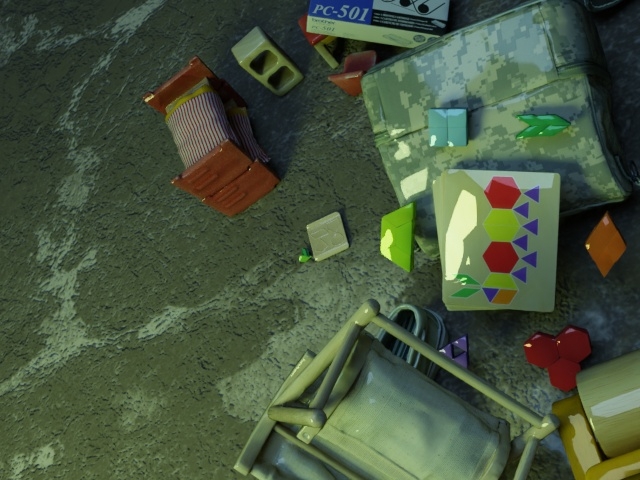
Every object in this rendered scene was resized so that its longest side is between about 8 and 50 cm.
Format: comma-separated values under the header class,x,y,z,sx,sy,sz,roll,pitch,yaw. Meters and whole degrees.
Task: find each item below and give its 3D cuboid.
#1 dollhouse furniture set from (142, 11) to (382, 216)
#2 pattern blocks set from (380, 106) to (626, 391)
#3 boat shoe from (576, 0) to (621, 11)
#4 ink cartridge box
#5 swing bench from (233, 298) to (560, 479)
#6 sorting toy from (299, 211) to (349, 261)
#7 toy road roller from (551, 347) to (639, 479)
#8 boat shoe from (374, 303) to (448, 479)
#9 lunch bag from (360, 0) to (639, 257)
class,x,y,z,sx,sy,sz,roll,pitch,yaw
dollhouse furniture set,-0.074,-0.235,1.462,0.374,0.152,0.201,-36,54,14
pattern blocks set,0.212,0.004,1.117,0.286,0.026,0.324,12,107,16
boat shoe,0.460,-0.406,1.228,0.305,0.109,0.091,-40,49,7
ink cartridge box,0.088,-0.349,1.410,0.207,0.046,0.097,8,68,-1
swing bench,0.077,0.232,1.050,0.165,0.253,0.254,-60,7,-32
sorting toy,0.000,0.000,1.398,0.083,0.012,0.062,-25,62,17
toy road roller,0.353,0.242,0.920,0.203,0.241,0.329,-26,57,20
boat shoe,0.072,0.220,1.201,0.109,0.094,0.302,12,76,36
lunch bag,0.226,-0.133,1.192,0.305,0.213,0.255,-17,84,25
